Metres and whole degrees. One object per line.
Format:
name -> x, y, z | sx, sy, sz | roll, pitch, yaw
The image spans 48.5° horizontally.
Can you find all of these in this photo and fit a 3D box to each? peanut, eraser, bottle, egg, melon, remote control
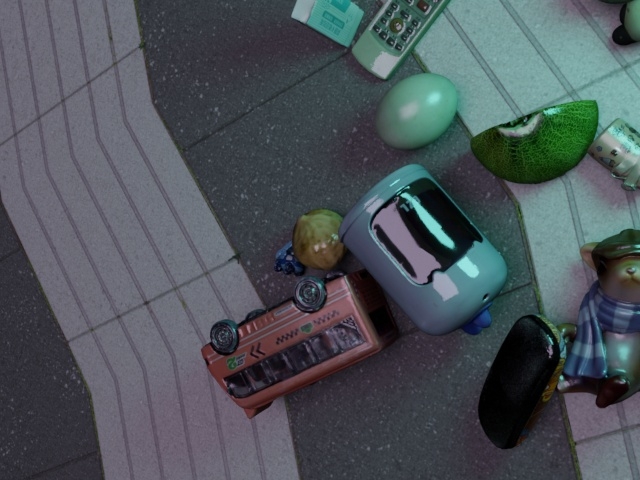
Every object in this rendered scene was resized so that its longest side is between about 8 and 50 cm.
peanut -> 0.000, 0.000, 1.659 | 0.140, 0.109, 0.159 | -36, 47, 29
eraser -> 0.019, -0.505, 1.589 | 0.052, 0.225, 0.096 | 28, 102, 24
bottle -> 0.601, -0.155, 1.371 | 0.152, 0.099, 0.099 | 47, 109, 15
egg -> 0.207, -0.279, 1.537 | 0.192, 0.149, 0.149 | -39, 74, 18
melon -> 0.425, -0.183, 1.417 | 0.265, 0.169, 0.129 | -18, 84, 27
remote control -> 0.191, -0.504, 1.607 | 0.123, 0.038, 0.285 | 47, 110, 18

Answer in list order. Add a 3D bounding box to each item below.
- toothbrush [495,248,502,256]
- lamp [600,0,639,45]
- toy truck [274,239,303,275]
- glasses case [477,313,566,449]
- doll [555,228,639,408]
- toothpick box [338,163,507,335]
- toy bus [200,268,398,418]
toothbrush -> 0.283, -0.047, 1.569 | 0.288, 0.026, 0.024 | 42, 110, 21
lamp -> 0.599, -0.503, 1.332 | 0.197, 0.198, 0.244 | -17, 106, 26
toy truck -> -0.071, 0.039, 1.738 | 0.073, 0.056, 0.090 | 6, 81, 33
glasses case -> 0.396, 0.287, 1.420 | 0.122, 0.082, 0.321 | -124, 36, -45
doll -> 0.571, 0.151, 1.321 | 0.317, 0.209, 0.340 | 13, 99, 33
toothpick box -> 0.230, 0.045, 1.488 | 0.263, 0.263, 0.355 | -45, 75, 20
toy bus -> -0.048, 0.228, 1.644 | 0.426, 0.203, 0.233 | -29, 82, 22
